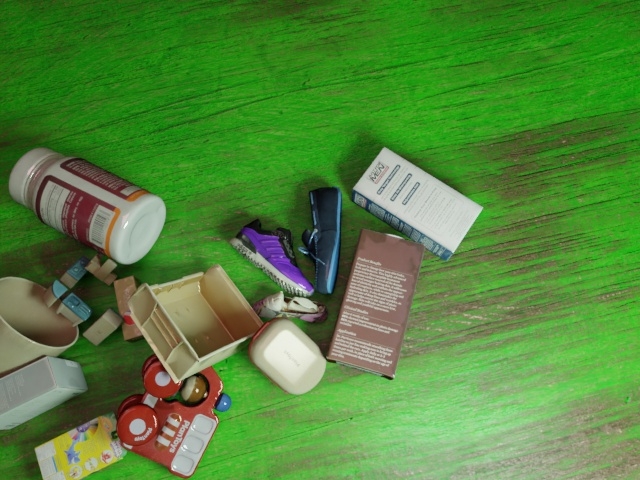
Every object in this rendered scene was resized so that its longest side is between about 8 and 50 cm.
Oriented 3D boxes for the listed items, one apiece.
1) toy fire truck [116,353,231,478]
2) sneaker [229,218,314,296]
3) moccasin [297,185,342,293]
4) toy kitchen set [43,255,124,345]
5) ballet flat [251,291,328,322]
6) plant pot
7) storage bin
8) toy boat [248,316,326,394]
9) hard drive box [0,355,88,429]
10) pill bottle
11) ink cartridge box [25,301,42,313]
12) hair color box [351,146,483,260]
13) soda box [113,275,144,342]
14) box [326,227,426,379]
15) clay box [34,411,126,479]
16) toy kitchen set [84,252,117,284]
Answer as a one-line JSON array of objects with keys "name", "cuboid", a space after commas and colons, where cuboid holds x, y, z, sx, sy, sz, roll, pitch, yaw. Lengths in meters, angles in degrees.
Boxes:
[{"name": "toy fire truck", "cuboid": [-0.382, 0.443, 1.383, 0.254, 0.169, 0.302, 31, 74, -15]}, {"name": "sneaker", "cuboid": [-0.115, 0.038, 1.522, 0.293, 0.102, 0.146, 37, 76, 11]}, {"name": "moccasin", "cuboid": [0.000, 0.000, 1.535, 0.117, 0.137, 0.341, 1, 58, 6]}, {"name": "toy kitchen set", "cuboid": [-0.646, 0.157, 1.485, 0.207, 0.122, 0.166, 45, 32, -14]}, {"name": "ballet flat", "cuboid": [-0.087, 0.186, 1.484, 0.222, 0.079, 0.076, 7, 47, 3]}, {"name": "plant pot", "cuboid": [-0.852, 0.283, 1.400, 0.274, 0.256, 0.256, -44, 76, 6]}, {"name": "storage bin", "cuboid": [-0.327, 0.204, 1.383, 0.260, 0.262, 0.123, 51, 120, 14]}, {"name": "toy boat", "cuboid": [-0.098, 0.310, 1.418, 0.151, 0.151, 0.231, -47, 109, -13]}, {"name": "hard drive box", "cuboid": [-0.772, 0.406, 1.373, 0.232, 0.181, 0.089, -25, 72, -8]}, {"name": "pill bottle", "cuboid": [-0.677, -0.108, 1.514, 0.393, 0.224, 0.224, 26, 74, 9]}, {"name": "ink cartridge box", "cuboid": [-0.851, 0.171, 1.528, 0.048, 0.028, 0.083, -29, 74, -9]}, {"name": "hair color box", "cuboid": [0.284, -0.110, 1.563, 0.347, 0.105, 0.173, 34, 76, 10]}, {"name": "soda box", "cuboid": [-0.543, 0.197, 1.500, 0.061, 0.058, 0.181, -16, 73, -4]}, {"name": "box", "cuboid": [0.154, 0.177, 1.458, 0.191, 0.143, 0.381, 15, 75, 6]}, {"name": "clay box", "cuboid": [-0.629, 0.561, 1.385, 0.222, 0.053, 0.127, -25, 73, -6]}, {"name": "toy kitchen set", "cuboid": [-0.621, 0.069, 1.517, 0.083, 0.075, 0.068, 42, 102, -19]}]
